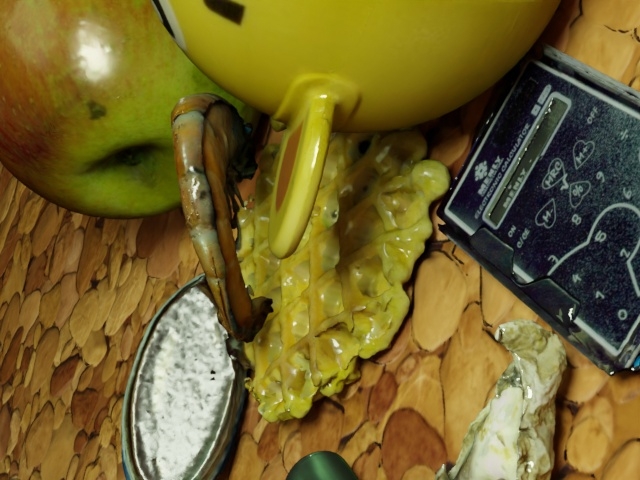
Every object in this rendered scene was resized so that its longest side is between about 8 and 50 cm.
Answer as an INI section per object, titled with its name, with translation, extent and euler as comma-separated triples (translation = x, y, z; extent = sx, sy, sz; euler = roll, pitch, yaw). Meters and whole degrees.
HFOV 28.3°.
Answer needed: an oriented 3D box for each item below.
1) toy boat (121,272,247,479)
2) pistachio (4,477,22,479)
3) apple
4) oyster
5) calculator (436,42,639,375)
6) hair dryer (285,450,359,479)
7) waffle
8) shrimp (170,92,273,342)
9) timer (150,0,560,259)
[toy boat]
translation = -0.129, 0.152, 1.230
extent = 0.115, 0.114, 0.262
euler = 88, -169, -72
[pistachio]
translation = -0.363, 0.347, 1.508
extent = 0.149, 0.113, 0.113
euler = 20, 91, 57
[apple]
translation = -0.217, -0.184, 1.357
extent = 0.339, 0.339, 0.339
euler = -38, 42, 45
[oyster]
translation = 0.124, 0.159, 0.830
extent = 0.106, 0.061, 0.200
euler = 49, 126, 39
[calculator]
translation = 0.176, -0.032, 0.875
extent = 0.165, 0.028, 0.274
euler = -64, 29, 12
[hair dryer]
translation = -0.008, 0.274, 1.001
extent = 0.100, 0.057, 0.197
euler = 50, 125, 58
[waffle]
translation = -0.003, -0.001, 1.141
extent = 0.307, 0.060, 0.312
euler = -60, 30, 15
[shrimp]
translation = -0.079, -0.024, 1.113
extent = 0.290, 0.054, 0.222
euler = -78, -24, -79
[timer]
translation = 0.008, -0.212, 0.964
extent = 0.376, 0.376, 0.387
euler = -115, 39, -53
